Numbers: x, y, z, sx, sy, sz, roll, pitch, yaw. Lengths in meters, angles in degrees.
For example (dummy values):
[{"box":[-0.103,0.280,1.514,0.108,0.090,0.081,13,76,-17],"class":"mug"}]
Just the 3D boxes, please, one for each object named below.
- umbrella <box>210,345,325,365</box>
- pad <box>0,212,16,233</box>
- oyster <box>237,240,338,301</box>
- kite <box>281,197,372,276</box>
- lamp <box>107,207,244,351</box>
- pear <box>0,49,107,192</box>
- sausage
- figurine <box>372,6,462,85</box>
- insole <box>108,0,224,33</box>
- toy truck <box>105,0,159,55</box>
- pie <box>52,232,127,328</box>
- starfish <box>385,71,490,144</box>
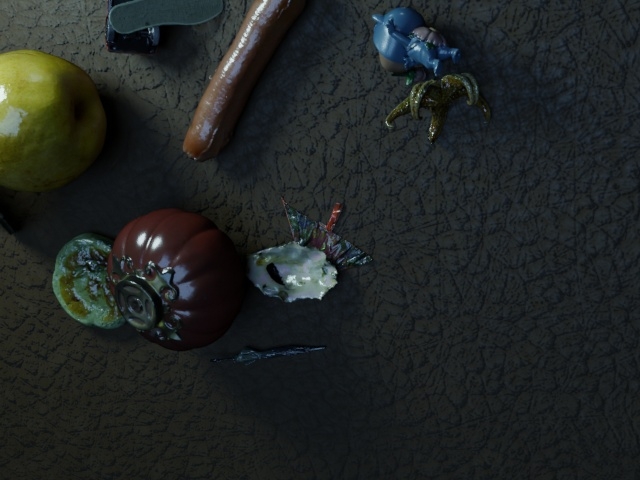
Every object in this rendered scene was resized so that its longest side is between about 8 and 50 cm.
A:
[{"box":[-0.116,0.250,1.794,0.268,0.044,0.044,-8,76,12],"class":"umbrella"},{"box":[-0.779,-0.146,1.804,0.018,0.284,0.287,-35,92,-16],"class":"pad"},{"box":[-0.066,0.069,1.705,0.208,0.072,0.133,-12,94,9],"class":"oyster"},{"box":[0.000,0.000,1.693,0.232,0.009,0.189,30,112,9],"class":"kite"},{"box":[-0.298,0.081,1.676,0.303,0.257,0.303,14,118,29],"class":"lamp"},{"box":[-0.608,-0.243,1.683,0.314,0.314,0.315,5,106,18],"class":"pear"},{"box":[-0.157,-0.337,1.614,0.094,0.094,0.419,48,118,34],"class":"sausage"},{"box":[0.167,-0.339,1.473,0.178,0.114,0.145,39,140,38],"class":"figurine"},{"box":[-0.304,-0.458,1.600,0.231,0.003,0.080,-15,113,-15],"class":"insole"},{"box":[-0.379,-0.506,1.622,0.107,0.114,0.253,0,109,-21],"class":"toy truck"},{"box":[-0.516,0.095,1.873,0.240,0.054,0.241,4,106,15],"class":"pie"},{"box":[0.215,-0.244,1.500,0.189,0.146,0.074,-15,67,12],"class":"starfish"}]
